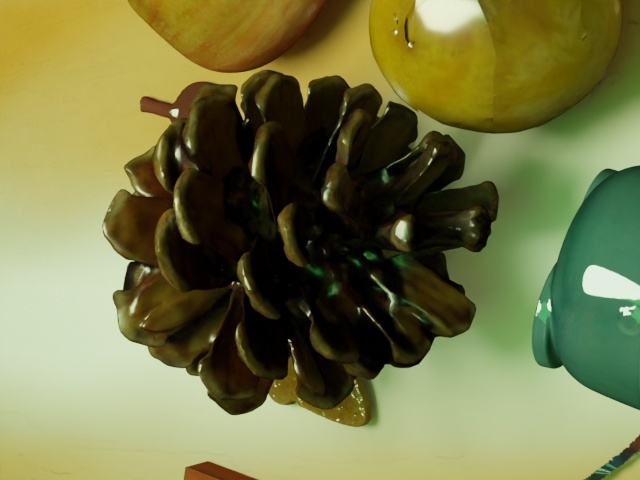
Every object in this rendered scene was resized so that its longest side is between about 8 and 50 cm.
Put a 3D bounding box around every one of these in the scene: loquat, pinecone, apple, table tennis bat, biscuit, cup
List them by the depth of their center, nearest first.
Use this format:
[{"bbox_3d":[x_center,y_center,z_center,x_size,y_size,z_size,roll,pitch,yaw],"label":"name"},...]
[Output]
[{"bbox_3d":[0.350,0.026,0.906,0.257,0.219,0.290,16,67,32],"label":"cup"},{"bbox_3d":[0.165,-0.212,1.007,0.235,0.235,0.235,3,95,35],"label":"loquat"},{"bbox_3d":[0.000,0.000,1.045,0.384,0.384,0.384,3,95,35],"label":"pinecone"},{"bbox_3d":[-0.097,-0.327,1.195,0.241,0.242,0.242,-43,69,23],"label":"apple"},{"bbox_3d":[-0.027,0.132,1.284,0.250,0.035,0.162,45,122,25],"label":"biscuit"},{"bbox_3d":[-0.173,-0.161,1.378,0.154,0.019,0.098,18,104,31],"label":"table tennis bat"}]

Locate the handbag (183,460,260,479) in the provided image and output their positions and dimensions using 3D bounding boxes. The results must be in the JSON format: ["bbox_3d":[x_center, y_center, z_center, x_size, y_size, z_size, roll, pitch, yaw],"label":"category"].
[{"bbox_3d":[-0.124,0.392,1.357,0.127,0.063,0.190,11,95,34],"label":"handbag"}]

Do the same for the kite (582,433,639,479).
[{"bbox_3d":[0.277,0.290,1.090,0.141,0.015,0.245,53,123,19],"label":"kite"}]
